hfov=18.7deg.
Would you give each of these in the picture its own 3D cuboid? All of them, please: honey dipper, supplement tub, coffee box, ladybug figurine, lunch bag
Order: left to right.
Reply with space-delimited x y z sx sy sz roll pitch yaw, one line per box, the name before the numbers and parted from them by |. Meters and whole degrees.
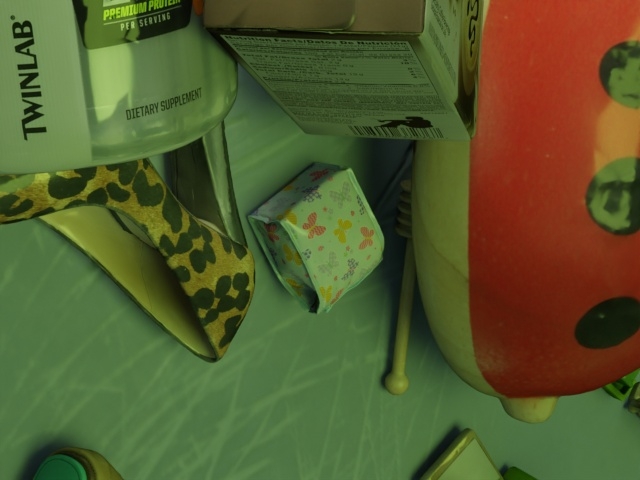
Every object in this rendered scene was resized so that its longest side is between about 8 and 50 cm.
supplement tub | -0.150 -0.209 1.037 0.193 0.193 0.316 -20 116 -34
lunch bag | 0.000 0.000 1.322 0.071 0.053 0.083 -40 116 -26
coffee box | 0.024 -0.166 1.122 0.297 0.118 0.168 39 54 -77
honey dipper | 0.062 0.036 1.402 0.030 0.030 0.161 -6 110 -38
ladybug figurine | 0.202 -0.085 1.366 0.305 0.162 0.449 -5 106 -49

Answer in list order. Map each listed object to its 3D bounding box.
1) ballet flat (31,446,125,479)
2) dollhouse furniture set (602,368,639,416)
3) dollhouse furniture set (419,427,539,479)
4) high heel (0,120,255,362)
ballet flat | -0.185 0.245 1.235 0.232 0.080 0.073 -61 146 -5
dollhouse furniture set | 0.280 0.116 1.575 0.151 0.076 0.058 41 78 -39
dollhouse furniture set | 0.169 0.272 1.381 0.197 0.301 0.151 -46 130 -16
high heel | -0.141 0.016 1.179 0.261 0.093 0.186 -21 110 -43
